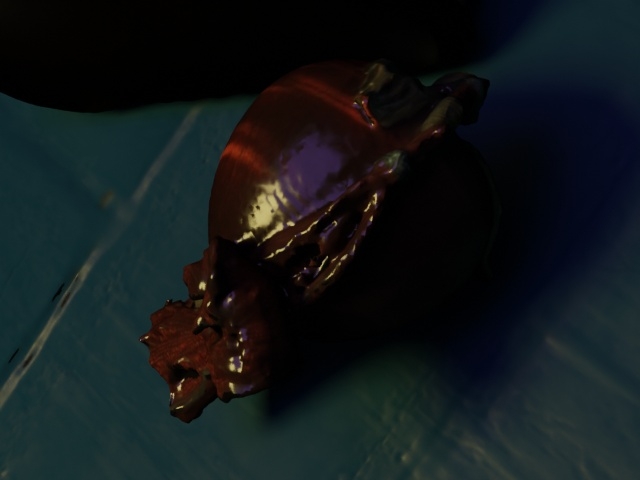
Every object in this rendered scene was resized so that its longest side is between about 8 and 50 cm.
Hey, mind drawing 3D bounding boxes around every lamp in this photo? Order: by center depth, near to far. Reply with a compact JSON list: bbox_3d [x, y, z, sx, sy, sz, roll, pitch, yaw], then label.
[{"bbox_3d":[-0.004,-0.011,1.052,0.223,0.215,0.151,-26,83,-11],"label":"lamp"}]

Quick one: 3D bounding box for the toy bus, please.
[{"bbox_3d":[-0.080,-0.195,1.210,0.386,0.171,0.162,-4,57,38],"label":"toy bus"}]
